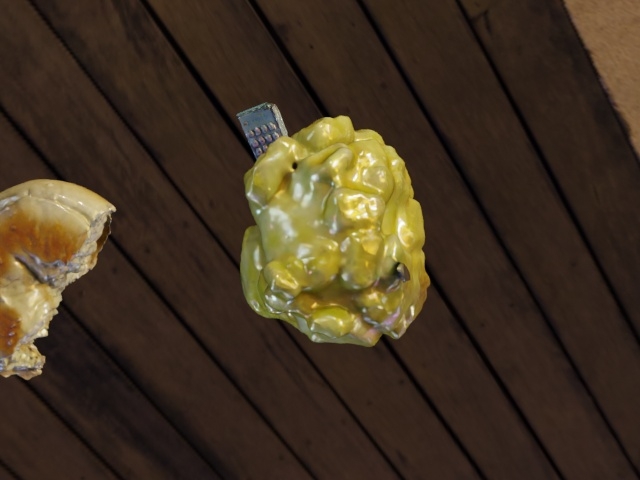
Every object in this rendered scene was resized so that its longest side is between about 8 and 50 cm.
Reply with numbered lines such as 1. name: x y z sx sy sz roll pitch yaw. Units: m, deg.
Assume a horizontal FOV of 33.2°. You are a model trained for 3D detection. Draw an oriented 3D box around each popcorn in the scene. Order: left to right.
1. popcorn: 0.011 0.000 0.767 0.142 0.173 0.173 11 113 7

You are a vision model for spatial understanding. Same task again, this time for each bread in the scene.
1. bread: -0.452 0.039 1.610 0.192 0.171 0.314 27 101 1

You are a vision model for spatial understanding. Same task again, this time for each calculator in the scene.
1. calculator: -0.053 -0.100 1.427 0.057 0.018 0.172 -17 112 17
